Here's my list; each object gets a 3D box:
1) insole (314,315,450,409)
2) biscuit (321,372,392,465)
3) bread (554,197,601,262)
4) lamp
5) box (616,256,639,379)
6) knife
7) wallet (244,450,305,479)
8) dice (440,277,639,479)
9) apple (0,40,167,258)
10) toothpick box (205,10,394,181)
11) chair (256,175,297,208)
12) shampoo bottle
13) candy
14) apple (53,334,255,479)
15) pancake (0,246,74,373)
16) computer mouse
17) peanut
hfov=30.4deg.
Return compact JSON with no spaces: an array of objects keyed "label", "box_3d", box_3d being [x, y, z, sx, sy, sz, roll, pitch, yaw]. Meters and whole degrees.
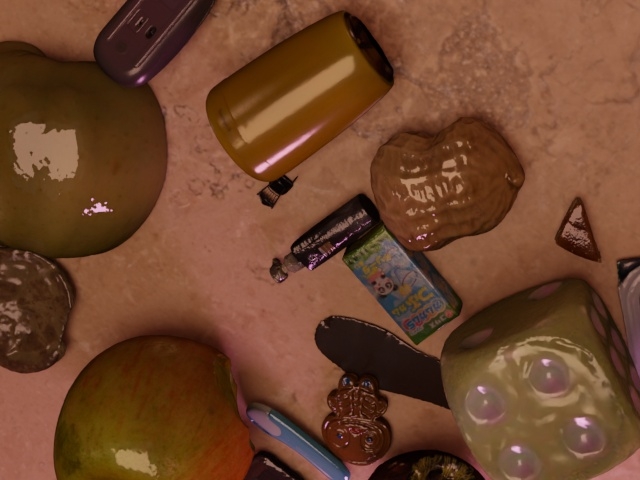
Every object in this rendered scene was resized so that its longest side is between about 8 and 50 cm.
[{"label":"insole","box_3d":[0.141,0.217,1.997,0.328,0.007,0.111,22,115,6]},{"label":"biscuit","box_3d":[0.061,0.312,2.036,0.124,0.026,0.175,3,112,13]},{"label":"bread","box_3d":[0.395,-0.008,1.835,0.062,0.043,0.109,-20,105,17]},{"label":"lamp","box_3d":[0.182,0.455,1.951,0.247,0.247,0.247,4,110,12]},{"label":"box","box_3d":[0.637,0.144,1.798,0.336,0.106,0.264,-9,106,16]},{"label":"knife","box_3d":[-0.037,0.355,2.076,0.222,0.031,0.064,38,135,-3]},{"label":"wallet","box_3d":[-0.139,0.523,2.154,0.165,0.042,0.309,40,113,-4]},{"label":"dice","box_3d":[0.344,0.219,1.814,0.250,0.254,0.252,-24,100,20]},{"label":"apple","box_3d":[-0.446,-0.135,1.972,0.320,0.311,0.360,33,121,50]},{"label":"toothpick box","box_3d":[-0.023,-0.226,1.793,0.271,0.175,0.175,-33,99,18]},{"label":"chair","box_3d":[-0.069,-0.089,1.928,0.037,0.042,0.086,42,149,-2]},{"label":"shampoo bottle","box_3d":[0.001,0.001,1.928,0.207,0.063,0.057,-35,108,20]},{"label":"candy","box_3d":[0.134,0.065,1.915,0.097,0.062,0.194,-38,98,22]},{"label":"apple","box_3d":[-0.280,0.332,1.982,0.339,0.339,0.339,4,110,12]},{"label":"pancake","box_3d":[-0.535,0.123,2.109,0.222,0.042,0.236,1,106,18]},{"label":"computer mouse","box_3d":[-0.259,-0.347,1.854,0.120,0.057,0.232,43,99,12]},{"label":"peanut","box_3d":[0.196,-0.088,1.821,0.233,0.110,0.197,-15,105,20]}]
